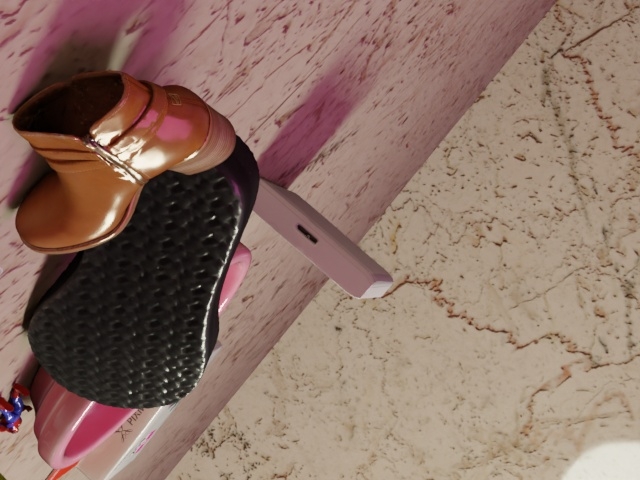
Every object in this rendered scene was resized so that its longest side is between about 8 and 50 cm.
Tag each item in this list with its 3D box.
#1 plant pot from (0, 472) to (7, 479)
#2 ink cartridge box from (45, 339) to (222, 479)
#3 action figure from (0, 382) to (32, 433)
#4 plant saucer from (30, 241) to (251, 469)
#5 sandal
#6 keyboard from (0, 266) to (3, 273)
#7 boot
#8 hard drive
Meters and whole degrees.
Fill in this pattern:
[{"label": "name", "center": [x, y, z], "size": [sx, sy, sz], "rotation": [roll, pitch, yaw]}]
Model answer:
[{"label": "plant pot", "center": [-0.368, 0.313, 1.166], "size": [0.227, 0.228, 0.207], "rotation": [-53, 165, 32]}, {"label": "ink cartridge box", "center": [-0.287, 0.270, 2.137], "size": [0.275, 0.060, 0.239], "rotation": [-52, 174, 21]}, {"label": "action figure", "center": [-0.332, 0.189, 1.510], "size": [0.038, 0.030, 0.115], "rotation": [-51, 177, -26]}, {"label": "plant saucer", "center": [-0.216, 0.113, 1.595], "size": [0.332, 0.084, 0.332], "rotation": [-49, 173, -8]}, {"label": "sandal", "center": [-0.146, 0.021, 1.253], "size": [0.446, 0.167, 0.107], "rotation": [-57, -173, 51]}, {"label": "keyboard", "center": [-0.338, 0.105, 1.050], "size": [0.256, 0.014, 0.072], "rotation": [-48, 173, -11]}, {"label": "boot", "center": [-0.172, -0.059, 0.986], "size": [0.197, 0.073, 0.152], "rotation": [-30, 161, 18]}, {"label": "hard drive", "center": [0.000, 0.000, 1.839], "size": [0.040, 0.203, 0.307], "rotation": [-50, 173, 4]}]
